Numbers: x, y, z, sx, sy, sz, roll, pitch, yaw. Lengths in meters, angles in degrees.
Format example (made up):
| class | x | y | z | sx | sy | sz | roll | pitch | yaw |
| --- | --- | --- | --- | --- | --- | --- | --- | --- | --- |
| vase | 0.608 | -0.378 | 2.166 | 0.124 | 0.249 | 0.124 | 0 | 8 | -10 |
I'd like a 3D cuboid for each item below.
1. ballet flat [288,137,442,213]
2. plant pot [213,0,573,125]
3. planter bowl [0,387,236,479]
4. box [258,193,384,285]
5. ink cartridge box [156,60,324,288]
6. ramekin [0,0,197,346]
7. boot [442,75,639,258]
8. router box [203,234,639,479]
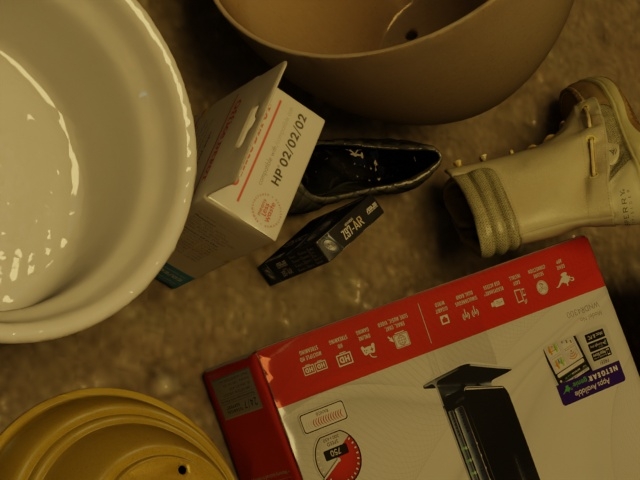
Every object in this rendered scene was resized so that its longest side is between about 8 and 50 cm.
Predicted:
| class | x | y | z | sx | sy | sz | roll | pitch | yaw |
| --- | --- | --- | --- | --- | --- | --- | --- | --- | --- |
| ballet flat | 0.016 | -0.057 | 1.330 | 0.173 | 0.049 | 0.057 | -11 | 81 | -35 |
| plant pot | 0.078 | -0.196 | 1.308 | 0.191 | 0.284 | 0.284 | 55 | 45 | -51 |
| planter bowl | -0.118 | 0.196 | 1.141 | 0.217 | 0.090 | 0.217 | 10 | 70 | -30 |
| box | 0.000 | 0.000 | 1.282 | 0.067 | 0.083 | 0.018 | -41 | 101 | -34 |
| ink cartridge box | -0.063 | -0.042 | 1.192 | 0.062 | 0.181 | 0.104 | 33 | 61 | -21 |
| ramekin | -0.231 | -0.057 | 1.116 | 0.277 | 0.135 | 0.277 | 10 | 71 | -30 |
| boot | 0.177 | -0.060 | 1.409 | 0.165 | 0.213 | 0.077 | -15 | 118 | 0 |
| router box | 0.114 | 0.183 | 1.301 | 0.335 | 0.082 | 0.301 | -18 | 86 | -36 |
